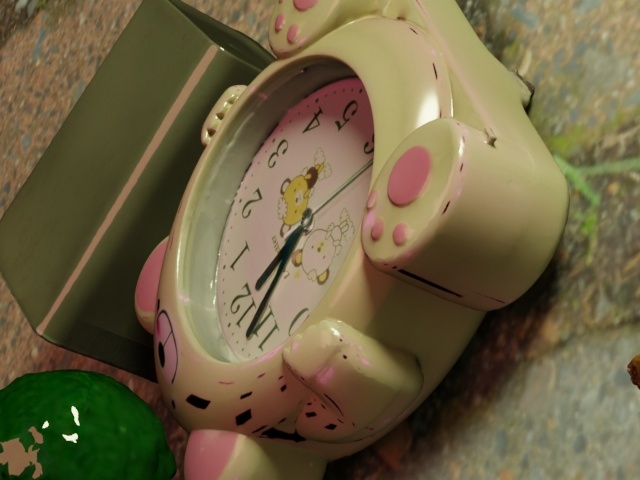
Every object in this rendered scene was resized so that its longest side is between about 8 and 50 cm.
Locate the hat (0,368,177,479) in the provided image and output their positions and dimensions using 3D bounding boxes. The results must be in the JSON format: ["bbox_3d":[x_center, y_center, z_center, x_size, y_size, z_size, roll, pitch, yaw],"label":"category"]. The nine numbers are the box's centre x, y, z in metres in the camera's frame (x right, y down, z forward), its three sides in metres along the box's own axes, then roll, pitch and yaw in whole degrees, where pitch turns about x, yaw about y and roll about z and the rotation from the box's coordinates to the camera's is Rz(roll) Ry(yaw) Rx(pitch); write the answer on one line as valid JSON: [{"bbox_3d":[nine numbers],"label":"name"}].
[{"bbox_3d":[-0.240,0.224,1.146,0.400,0.285,0.285,-43,39,13],"label":"hat"}]

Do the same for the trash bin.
[{"bbox_3d":[-0.120,-0.042,1.249,0.240,0.122,0.164,-58,35,11],"label":"trash bin"}]

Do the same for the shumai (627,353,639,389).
[{"bbox_3d":[0.201,0.050,0.738,0.145,0.116,0.145,-32,46,40],"label":"shumai"}]

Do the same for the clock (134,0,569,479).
[{"bbox_3d":[0.000,0.000,1.058,0.309,0.114,0.284,-52,38,24],"label":"clock"}]
